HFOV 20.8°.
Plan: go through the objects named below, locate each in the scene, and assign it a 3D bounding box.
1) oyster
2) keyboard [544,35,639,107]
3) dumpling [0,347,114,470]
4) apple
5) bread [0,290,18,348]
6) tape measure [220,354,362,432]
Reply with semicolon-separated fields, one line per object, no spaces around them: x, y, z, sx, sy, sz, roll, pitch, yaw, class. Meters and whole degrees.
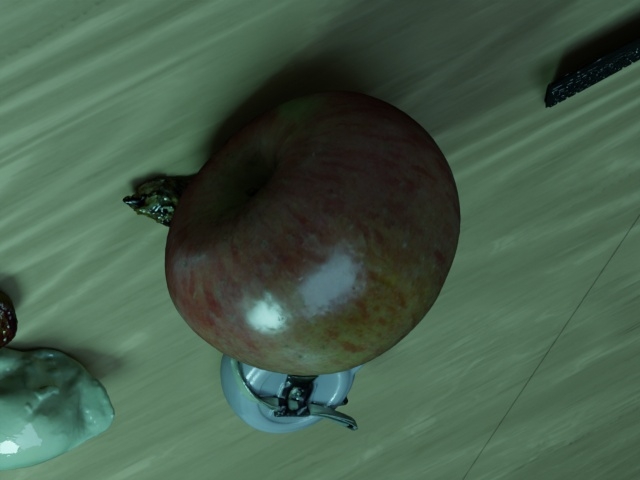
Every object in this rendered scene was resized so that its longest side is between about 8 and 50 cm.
-0.173;-0.037;2.069;0.132;0.029;0.086;-12;132;-20;oyster
0.390;-0.236;2.163;0.250;0.017;0.087;-28;169;-3;keyboard
-0.369;0.200;2.126;0.229;0.124;0.151;-12;95;-24;dumpling
0.000;0.000;1.984;0.345;0.345;0.269;-41;123;10;apple
-0.397;0.097;2.054;0.085;0.053;0.085;-14;132;-16;bread
-0.033;0.173;2.263;0.196;0.105;0.178;-5;129;-24;tape measure
